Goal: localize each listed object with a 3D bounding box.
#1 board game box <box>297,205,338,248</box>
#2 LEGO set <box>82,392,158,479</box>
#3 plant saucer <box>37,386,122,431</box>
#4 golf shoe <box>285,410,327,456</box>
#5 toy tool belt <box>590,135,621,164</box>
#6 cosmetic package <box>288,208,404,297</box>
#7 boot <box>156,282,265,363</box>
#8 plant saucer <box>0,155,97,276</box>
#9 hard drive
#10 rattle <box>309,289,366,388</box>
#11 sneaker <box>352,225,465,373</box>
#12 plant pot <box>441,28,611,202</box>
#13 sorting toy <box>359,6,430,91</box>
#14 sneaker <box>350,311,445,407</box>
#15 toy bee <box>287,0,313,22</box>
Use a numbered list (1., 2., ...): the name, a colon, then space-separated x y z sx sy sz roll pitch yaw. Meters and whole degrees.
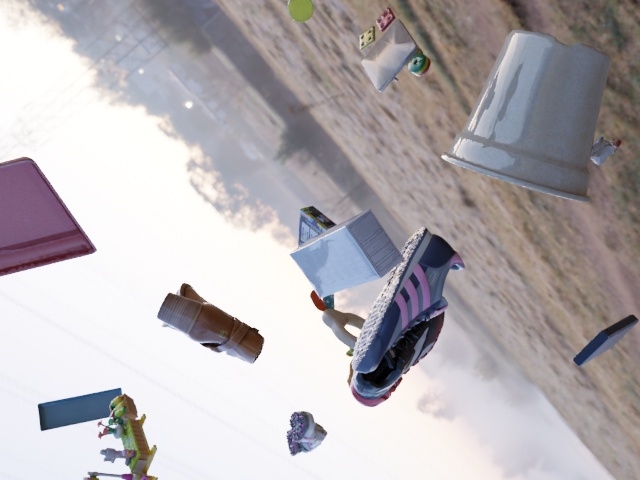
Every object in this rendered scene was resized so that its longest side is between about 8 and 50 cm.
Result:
1. board game box: 0.000 0.000 2.365 0.170 0.048 0.141 40 136 46
2. LEGO set: -0.324 0.353 1.262 0.107 0.132 0.287 15 -127 -30
3. plant saucer: -0.554 0.393 1.916 0.018 0.192 0.067 110 147 -62
4. golf shoe: -0.026 0.415 1.812 0.186 0.086 0.067 104 154 -58
5. toy tool belt: 0.636 -0.213 1.873 0.051 0.083 0.052 40 160 36
6. cosmetic package: 0.038 0.026 1.355 0.099 0.060 0.239 57 154 -4
7. boot: -0.217 0.176 1.732 0.220 0.109 0.283 26 171 -2
8. plant saucer: -0.546 -0.038 1.387 0.258 0.259 0.048 72 -174 -53
9. hard drive: 0.560 0.195 1.618 0.135 0.094 0.022 -15 -124 -45
10. rattle: 0.039 0.220 1.886 0.200 0.143 0.130 30 -141 15
11. sneaker: 0.177 0.133 1.598 0.131 0.319 0.112 33 165 -10
12. plant pot: 0.466 -0.277 1.776 0.334 0.305 0.334 16 -169 -3
13. sorting toy: 0.166 -0.421 1.888 0.046 0.132 0.274 24 -151 -35
14. sneaker: 0.161 0.216 1.691 0.097 0.276 0.135 37 167 21
15. toy bee: -0.052 -0.523 1.528 0.162 0.195 0.298 29 -171 40
